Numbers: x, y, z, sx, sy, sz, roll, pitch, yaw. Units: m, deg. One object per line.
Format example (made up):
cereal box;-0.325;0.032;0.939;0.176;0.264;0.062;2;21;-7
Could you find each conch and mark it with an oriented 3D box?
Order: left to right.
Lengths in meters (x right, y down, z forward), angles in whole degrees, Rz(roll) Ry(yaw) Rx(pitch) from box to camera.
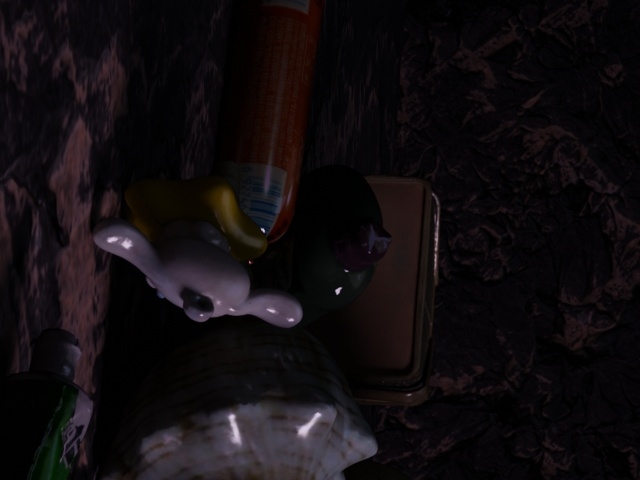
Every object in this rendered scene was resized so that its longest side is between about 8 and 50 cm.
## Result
conch;-0.050;0.119;1.122;0.203;0.170;0.386;-54;-166;40

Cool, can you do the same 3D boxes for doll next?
doll;-0.068;0.011;1.042;0.071;0.135;0.113;-54;-178;26

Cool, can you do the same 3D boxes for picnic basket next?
picnic basket;0.050;0.060;1.947;0.139;0.165;0.266;70;23;-70

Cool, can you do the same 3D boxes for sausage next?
sausage;-0.047;-0.101;1.427;0.083;0.083;0.264;77;19;-67

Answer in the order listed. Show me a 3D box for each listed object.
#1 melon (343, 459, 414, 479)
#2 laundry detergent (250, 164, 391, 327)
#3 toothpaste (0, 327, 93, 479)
melon;0.033;0.370;1.600;0.248;0.249;0.329;81;11;-63
laundry detergent;0.000;0.000;1.433;0.222;0.078;0.144;-25;-132;63
toothpaste;-0.146;0.153;0.783;0.078;0.047;0.248;79;17;-57
